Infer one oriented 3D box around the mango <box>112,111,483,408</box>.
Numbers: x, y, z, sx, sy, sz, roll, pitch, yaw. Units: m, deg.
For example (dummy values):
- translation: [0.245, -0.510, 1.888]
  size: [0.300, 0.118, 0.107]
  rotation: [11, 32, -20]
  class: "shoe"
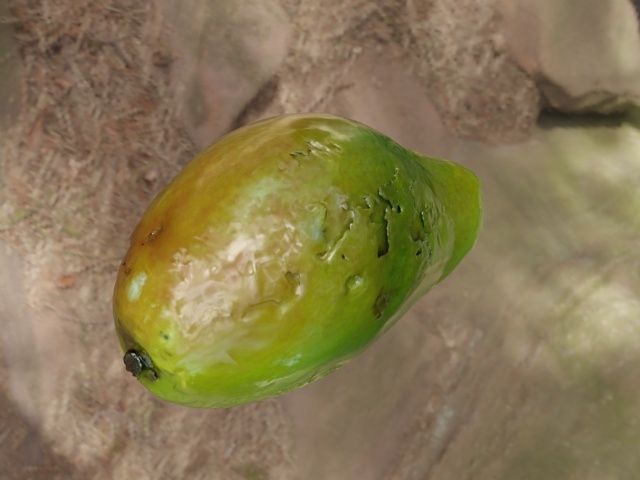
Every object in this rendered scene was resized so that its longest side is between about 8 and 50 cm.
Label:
- translation: [0.000, 0.000, 0.551]
  size: [0.233, 0.111, 0.125]
  rotation: [-22, 161, -44]
  class: "mango"
